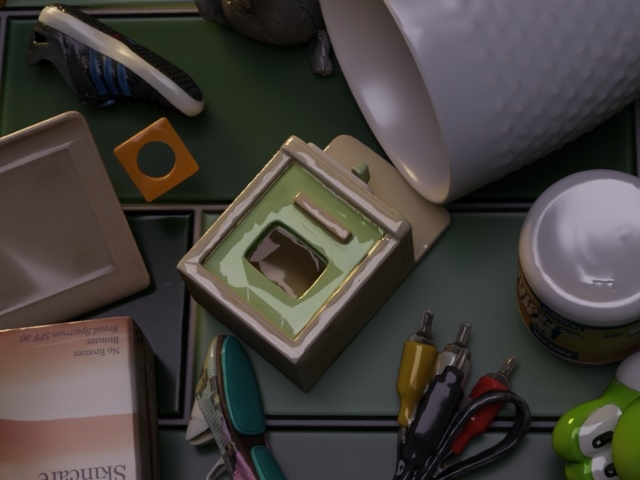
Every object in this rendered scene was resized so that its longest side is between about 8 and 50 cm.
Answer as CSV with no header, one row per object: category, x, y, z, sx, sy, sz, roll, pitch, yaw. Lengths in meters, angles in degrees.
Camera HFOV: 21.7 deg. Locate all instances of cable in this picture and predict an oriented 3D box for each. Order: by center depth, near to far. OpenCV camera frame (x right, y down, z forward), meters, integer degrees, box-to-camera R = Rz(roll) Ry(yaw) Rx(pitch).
cable,0.095,0.215,1.576,0.139,0.072,0.287,28,88,1

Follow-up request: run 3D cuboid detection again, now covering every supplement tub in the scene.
supplement tub,0.253,0.032,1.532,0.144,0.200,0.144,-2,70,5

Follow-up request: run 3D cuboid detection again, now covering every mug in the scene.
mug,0.197,-0.247,1.544,0.328,0.374,0.276,-26,66,-10

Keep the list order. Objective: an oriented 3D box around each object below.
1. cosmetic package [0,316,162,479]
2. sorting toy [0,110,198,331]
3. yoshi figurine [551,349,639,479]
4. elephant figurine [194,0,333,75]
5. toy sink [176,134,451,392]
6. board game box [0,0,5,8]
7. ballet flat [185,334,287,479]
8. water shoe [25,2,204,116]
cosmetic package,-0.227,0.233,1.548,0.153,0.129,0.296,-8,71,2
sorting toy,-0.283,-0.012,1.651,0.347,0.047,0.196,-21,103,-2
yoshi figurine,0.387,0.135,1.481,0.362,0.203,0.203,-29,71,-5
elephant figurine,-0.067,-0.301,1.655,0.186,0.239,0.169,12,72,9
toy sink,0.000,0.000,1.604,0.153,0.131,0.234,39,78,16
board game box,-0.404,-0.431,1.825,0.242,0.064,0.316,17,74,11
ballet flat,-0.081,0.200,1.582,0.079,0.077,0.221,-31,69,22
water shoe,-0.212,-0.168,1.726,0.203,0.073,0.080,33,104,15
